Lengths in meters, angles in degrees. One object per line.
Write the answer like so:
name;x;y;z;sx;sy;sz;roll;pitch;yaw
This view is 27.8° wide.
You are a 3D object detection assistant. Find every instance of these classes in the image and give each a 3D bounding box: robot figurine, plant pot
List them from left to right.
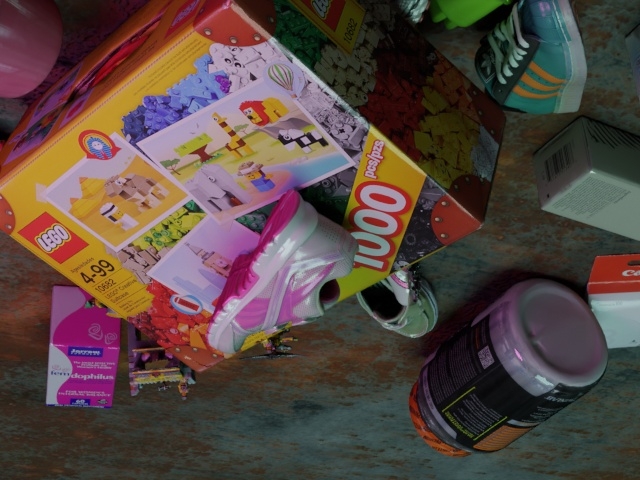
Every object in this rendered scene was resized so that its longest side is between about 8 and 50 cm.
plant pot;-0.382;-0.238;1.372;0.201;0.201;0.180;-22;159;26
robot figurine;0.174;-0.286;1.452;0.101;0.067;0.115;18;142;-41

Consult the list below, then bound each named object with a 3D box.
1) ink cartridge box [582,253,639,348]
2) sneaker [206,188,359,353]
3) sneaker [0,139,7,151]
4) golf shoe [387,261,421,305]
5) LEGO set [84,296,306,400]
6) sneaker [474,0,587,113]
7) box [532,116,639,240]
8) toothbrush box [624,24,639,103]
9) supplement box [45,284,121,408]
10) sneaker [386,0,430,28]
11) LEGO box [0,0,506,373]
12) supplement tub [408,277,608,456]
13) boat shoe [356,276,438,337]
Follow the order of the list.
ink cartridge box;0.527;0.103;2.124;0.189;0.066;0.232;-3;152;-1
sneaker;-0.043;0.058;1.411;0.111;0.103;0.252;28;139;-10
sneaker;-0.415;-0.097;1.677;0.209;0.081;0.094;0;146;-5
golf shoe;0.094;0.012;1.869;0.086;0.067;0.186;-12;110;17
LEGO set;-0.178;0.131;1.913;0.331;0.192;0.255;-3;165;-7
sneaker;0.240;-0.214;1.497;0.121;0.108;0.302;-9;162;6
box;0.437;-0.072;1.796;0.275;0.094;0.113;16;143;-29
toothbrush box;0.499;-0.220;1.455;0.126;0.216;0.295;13;145;-24
supplement box;-0.383;0.174;2.083;0.111;0.114;0.220;4;145;-11
sneaker;0.038;-0.258;1.464;0.093;0.088;0.225;30;133;-35
LEGO box;-0.099;-0.093;1.491;0.372;0.193;0.500;39;135;-22
supplement tub;0.300;0.224;2.146;0.207;0.207;0.338;13;144;-25
boat shoe;0.104;0.091;2.017;0.109;0.094;0.302;-17;146;19
